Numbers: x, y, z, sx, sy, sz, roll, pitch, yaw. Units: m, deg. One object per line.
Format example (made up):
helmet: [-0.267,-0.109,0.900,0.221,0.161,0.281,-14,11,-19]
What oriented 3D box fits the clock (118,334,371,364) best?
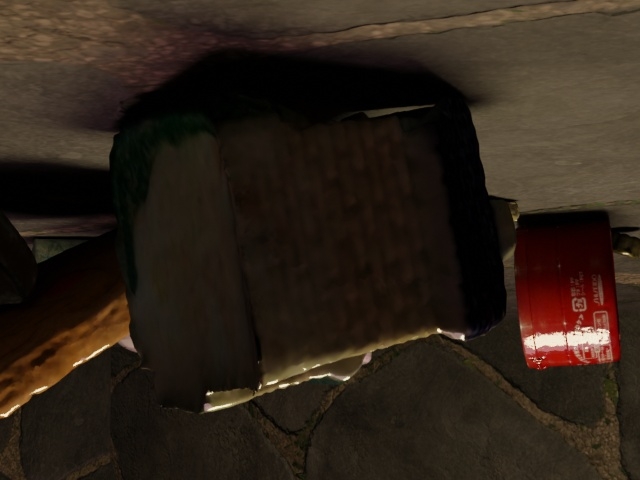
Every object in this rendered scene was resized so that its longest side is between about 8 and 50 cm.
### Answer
clock: [-0.125,0.094,1.533,0.295,0.113,0.322,12,167,-40]

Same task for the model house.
model house: [0.001,0.002,1.003,0.284,0.243,0.298,-6,179,-25]

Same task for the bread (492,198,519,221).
bread: [0.187,-0.030,1.443,0.083,0.035,0.070,-2,175,-41]

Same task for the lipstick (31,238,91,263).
lipstick: [-0.254,0.038,1.705,0.290,0.076,0.077,0,173,-9]

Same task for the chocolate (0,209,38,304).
chocolate: [-0.398,0.000,1.312,0.254,0.157,0.080,-12,-150,44]

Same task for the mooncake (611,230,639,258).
mooncake: [0.477,-0.009,1.550,0.150,0.057,0.347,10,168,-43]

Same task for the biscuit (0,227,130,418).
biscuit: [-0.311,0.092,1.314,0.455,0.078,0.350,-39,-158,-32]

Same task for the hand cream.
hand cream: [0.321,0.069,1.595,0.125,0.193,0.193,-4,171,12]
